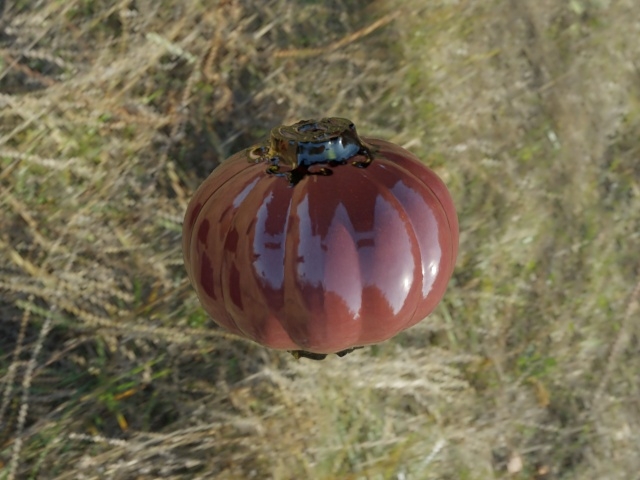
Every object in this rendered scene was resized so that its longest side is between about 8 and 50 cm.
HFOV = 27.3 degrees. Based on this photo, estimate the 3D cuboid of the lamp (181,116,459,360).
[{"bbox_3d":[0.000,0.000,0.511,0.107,0.107,0.092,-28,123,-42],"label":"lamp"}]
